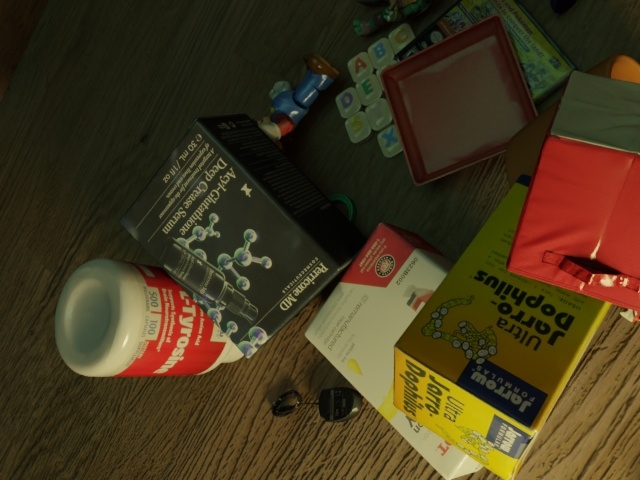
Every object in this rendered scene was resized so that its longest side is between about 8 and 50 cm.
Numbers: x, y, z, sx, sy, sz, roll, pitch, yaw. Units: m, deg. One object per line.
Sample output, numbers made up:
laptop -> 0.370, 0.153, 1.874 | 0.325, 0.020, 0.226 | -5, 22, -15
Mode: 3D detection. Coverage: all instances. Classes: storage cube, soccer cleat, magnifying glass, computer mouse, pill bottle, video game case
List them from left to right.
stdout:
pill bottle -> -0.332, 0.176, 1.311 | 0.229, 0.407, 0.229 | -7, 77, 32
computer mouse -> -0.007, 0.352, 1.293 | 0.242, 0.041, 0.071 | -12, 64, 37
magnifying glass -> 0.000, 0.000, 1.367 | 0.092, 0.026, 0.231 | 38, 101, 33
video game case -> 0.322, -0.353, 1.209 | 0.248, 0.035, 0.275 | -38, 69, 21
storage cube -> 0.349, -0.061, 0.718 | 0.183, 0.215, 0.193 | 18, 132, 19
soccer cleat -> 0.527, 0.095, 1.003 | 0.035, 0.029, 0.083 | 28, 100, 30

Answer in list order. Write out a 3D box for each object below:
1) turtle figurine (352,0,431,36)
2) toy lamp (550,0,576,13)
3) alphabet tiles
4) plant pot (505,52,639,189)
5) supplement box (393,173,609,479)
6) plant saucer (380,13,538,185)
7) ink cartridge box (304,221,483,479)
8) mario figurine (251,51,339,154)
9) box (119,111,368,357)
turtle figurine -> 0.175, -0.529, 1.314 | 0.234, 0.118, 0.175 | -5, 61, 47
toy lamp -> 0.396, -0.553, 1.202 | 0.080, 0.080, 0.275 | -44, 62, 17
alphabet tiles -> 0.167, -0.332, 1.333 | 0.284, 0.021, 0.278 | -29, 65, 25
plant pot -> 0.438, -0.120, 0.974 | 0.203, 0.291, 0.291 | -23, 67, 44
supplement box -> 0.278, 0.112, 0.861 | 0.195, 0.194, 0.356 | 29, 60, 25
plant saucer -> 0.270, -0.265, 1.183 | 0.258, 0.048, 0.259 | -21, 75, 26
ink cartridge box -> 0.201, 0.190, 1.113 | 0.384, 0.160, 0.279 | 41, 103, 32
mario figurine -> -0.106, -0.300, 1.405 | 0.170, 0.198, 0.320 | 39, 97, 19
box -> -0.154, -0.018, 1.251 | 0.395, 0.212, 0.293 | 45, 114, 4
